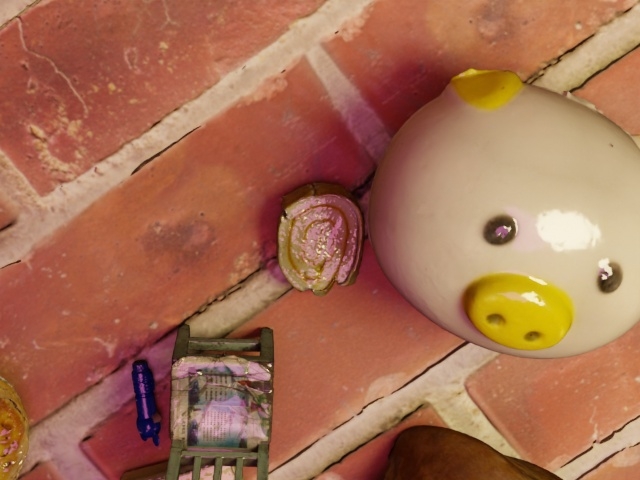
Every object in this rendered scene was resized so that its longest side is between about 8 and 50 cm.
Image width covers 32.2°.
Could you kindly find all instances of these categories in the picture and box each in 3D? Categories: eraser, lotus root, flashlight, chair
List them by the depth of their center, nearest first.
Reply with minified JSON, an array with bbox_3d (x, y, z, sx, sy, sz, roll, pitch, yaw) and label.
[{"bbox_3d":[-0.129,0.219,1.439,0.136,0.270,0.147,2,107,-2],"label":"chair"},{"bbox_3d":[0.222,0.421,1.487,0.316,0.250,0.316,1,87,-18],"label":"lotus root"},{"bbox_3d":[-0.243,0.227,1.560,0.035,0.057,0.121,-13,101,-35],"label":"flashlight"},{"bbox_3d":[-0.193,0.370,1.588,0.172,0.058,0.117,-16,106,3],"label":"eraser"}]

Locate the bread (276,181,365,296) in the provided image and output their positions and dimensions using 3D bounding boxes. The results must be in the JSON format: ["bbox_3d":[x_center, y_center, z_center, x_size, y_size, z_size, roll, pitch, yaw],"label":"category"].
[{"bbox_3d":[0.000,0.000,1.488,0.117,0.064,0.156,6,107,1],"label":"bread"}]

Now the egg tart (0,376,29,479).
[{"bbox_3d":[-0.504,0.279,1.502,0.094,0.234,0.234,20,110,37],"label":"egg tart"}]

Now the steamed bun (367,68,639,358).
[{"bbox_3d":[0.245,-0.024,1.365,0.374,0.334,0.334,21,104,-12],"label":"steamed bun"}]
